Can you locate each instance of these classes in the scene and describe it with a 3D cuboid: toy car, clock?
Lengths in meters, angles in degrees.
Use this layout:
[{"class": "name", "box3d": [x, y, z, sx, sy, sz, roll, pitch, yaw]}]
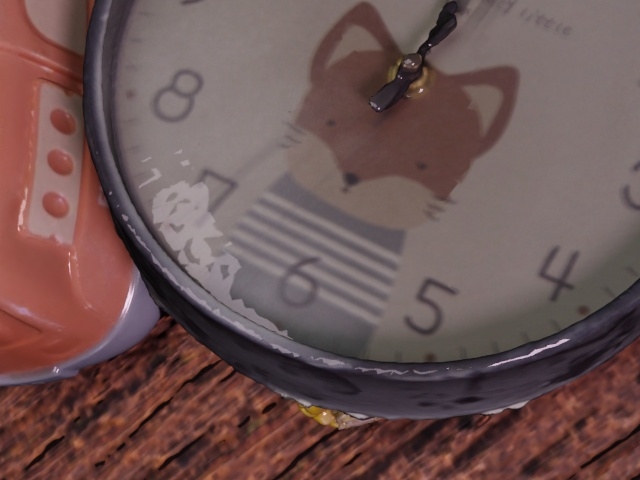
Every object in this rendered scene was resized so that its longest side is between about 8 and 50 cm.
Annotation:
[{"class": "toy car", "box3d": [-0.183, -0.062, 0.743, 0.181, 0.212, 0.270, -8, 72, 23]}, {"class": "clock", "box3d": [0.044, -0.076, 0.665, 0.325, 0.067, 0.325, -1, 72, 4]}]

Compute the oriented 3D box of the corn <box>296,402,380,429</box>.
[{"class": "corn", "box3d": [0.000, 0.000, 0.720, 0.072, 0.072, 0.203, -20, 66, 19]}]
